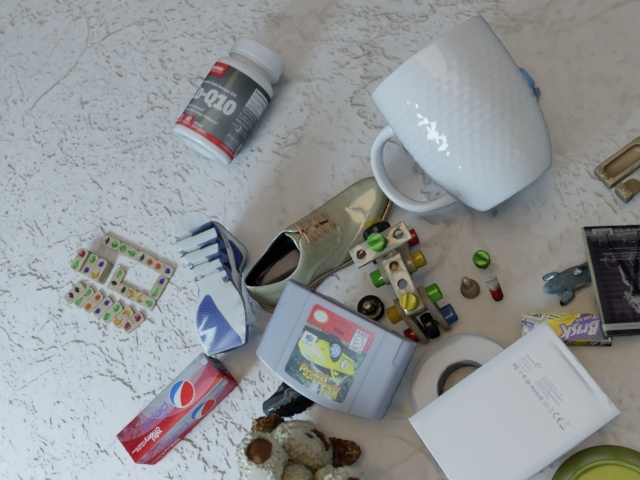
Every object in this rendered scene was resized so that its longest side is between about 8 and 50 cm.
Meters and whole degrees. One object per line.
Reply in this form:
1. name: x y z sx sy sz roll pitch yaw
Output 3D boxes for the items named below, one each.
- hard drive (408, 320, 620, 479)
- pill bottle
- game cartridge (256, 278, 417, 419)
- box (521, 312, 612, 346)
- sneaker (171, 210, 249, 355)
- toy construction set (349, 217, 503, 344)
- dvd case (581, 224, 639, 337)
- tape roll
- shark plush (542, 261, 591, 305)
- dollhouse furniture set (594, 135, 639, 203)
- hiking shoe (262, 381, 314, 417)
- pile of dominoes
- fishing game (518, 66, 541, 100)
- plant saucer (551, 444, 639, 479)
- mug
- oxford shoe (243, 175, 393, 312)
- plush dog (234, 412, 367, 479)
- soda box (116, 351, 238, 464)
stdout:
1. hard drive: 0.353 0.326 1.431 0.319 0.040 0.210 -37 65 3
2. pill bottle: -0.216 -0.338 1.865 0.161 0.161 0.283 28 82 25
3. game cartridge: 0.022 0.226 1.542 0.294 0.060 0.196 25 98 18
4. box: 0.481 0.174 1.514 0.169 0.054 0.059 -1 71 17
5. sneaker: -0.213 0.085 1.727 0.127 0.182 0.315 -16 87 17
6. toy construction set: 0.198 0.069 1.544 0.309 0.237 0.257 -2 71 17
7. dvd case: 0.604 0.075 1.494 0.165 0.018 0.221 -2 69 -8
8. tape roll: 0.291 0.297 1.525 0.219 0.072 0.219 -6 71 16
9. shark plush: 0.516 0.072 1.530 0.161 0.067 0.073 -20 64 9
10. dollhouse furniture set: 0.650 -0.146 1.531 0.144 0.123 0.151 -36 64 3
11. hiking shoe: -0.039 0.282 1.643 0.227 0.086 0.114 -36 55 -6
12. pile of dominoes: -0.499 0.101 1.873 0.251 0.040 0.196 23 80 24
13. fishing game: 0.392 -0.316 1.724 0.189 0.041 0.264 -17 68 14
14. plant saucer: 0.531 0.492 1.396 0.241 0.037 0.241 -6 70 16
15. mug: 0.271 -0.213 1.595 0.374 0.276 0.328 -35 88 24
16. oxford shoe: 0.000 0.000 1.683 0.397 0.146 0.140 -46 64 -1
17. plush dog: -0.045 0.449 1.521 0.262 0.225 0.210 22 122 -1
18. soda box: -0.311 0.369 1.687 0.263 0.092 0.083 -45 65 -1
